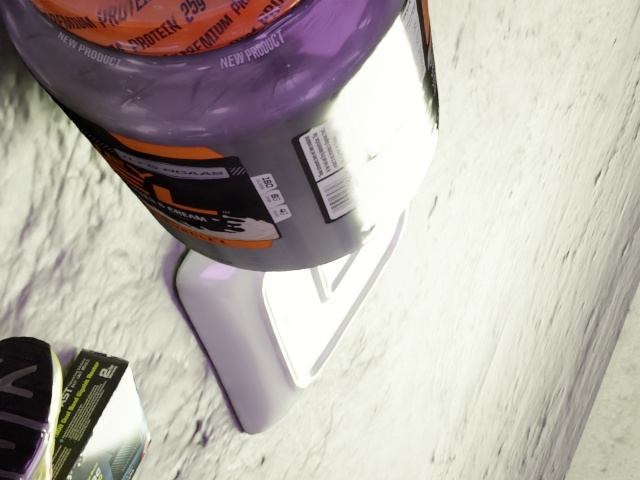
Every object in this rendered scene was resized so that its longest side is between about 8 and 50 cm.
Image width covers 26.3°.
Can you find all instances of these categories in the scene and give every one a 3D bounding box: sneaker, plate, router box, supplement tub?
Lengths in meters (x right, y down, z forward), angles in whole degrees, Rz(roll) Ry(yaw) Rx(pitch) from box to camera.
[{"bbox_3d":[-0.187,0.157,0.772,0.094,0.081,0.208,50,51,-65],"label":"sneaker"},{"bbox_3d":[0.000,0.000,1.118,0.278,0.045,0.277,-57,155,-24],"label":"plate"},{"bbox_3d":[-0.155,0.146,0.882,0.092,0.038,0.122,83,24,-48],"label":"router box"},{"bbox_3d":[-0.042,-0.110,0.682,0.193,0.194,0.316,-63,166,-12],"label":"supplement tub"}]
